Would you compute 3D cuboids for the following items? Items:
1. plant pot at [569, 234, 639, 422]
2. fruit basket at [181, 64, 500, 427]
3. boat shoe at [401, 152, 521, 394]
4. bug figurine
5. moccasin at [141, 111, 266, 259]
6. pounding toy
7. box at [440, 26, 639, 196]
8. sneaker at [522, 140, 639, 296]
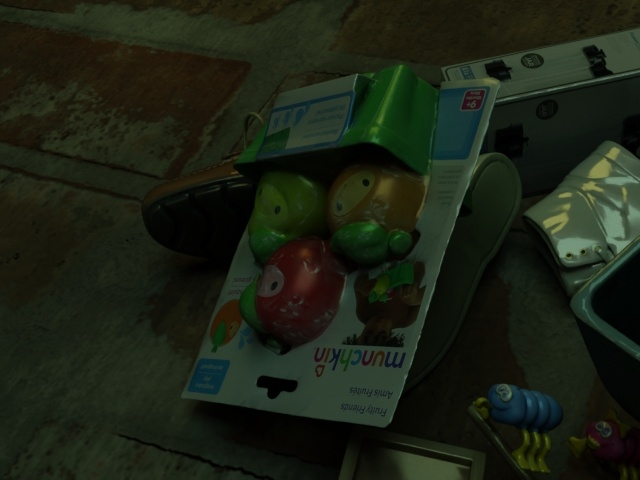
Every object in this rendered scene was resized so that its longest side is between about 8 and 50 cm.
[{"bbox_3d":[0.401,0.111,0.866,0.247,0.252,0.248,-40,51,-12],"label":"plant pot"},{"bbox_3d":[0.000,0.000,0.992,0.327,0.165,0.353,-3,56,50],"label":"fruit basket"},{"bbox_3d":[0.098,0.036,1.114,0.113,0.127,0.340,4,56,51],"label":"boat shoe"},{"bbox_3d":[0.260,0.215,0.850,0.216,0.072,0.279,16,24,-39],"label":"bug figurine"},{"bbox_3d":[-0.037,-0.083,1.239,0.380,0.139,0.147,-21,39,-7],"label":"moccasin"},{"bbox_3d":[0.120,0.247,0.918,0.206,0.094,0.181,11,43,8],"label":"pounding toy"},{"bbox_3d":[0.301,-0.153,1.221,0.290,0.169,0.087,-11,44,-2],"label":"box"},{"bbox_3d":[0.354,0.031,1.091,0.169,0.108,0.292,-38,52,-7],"label":"sneaker"}]
